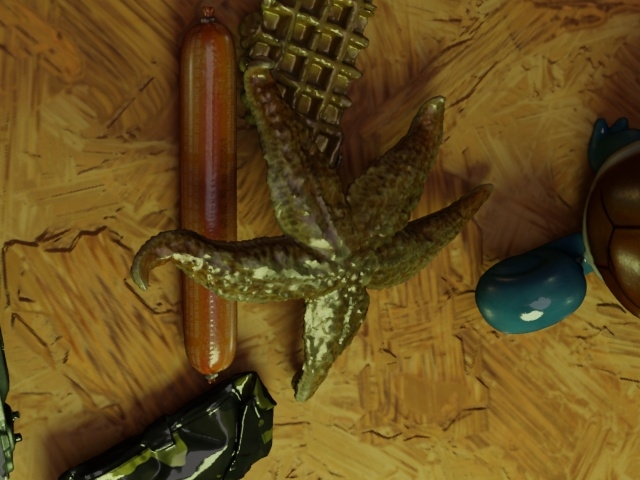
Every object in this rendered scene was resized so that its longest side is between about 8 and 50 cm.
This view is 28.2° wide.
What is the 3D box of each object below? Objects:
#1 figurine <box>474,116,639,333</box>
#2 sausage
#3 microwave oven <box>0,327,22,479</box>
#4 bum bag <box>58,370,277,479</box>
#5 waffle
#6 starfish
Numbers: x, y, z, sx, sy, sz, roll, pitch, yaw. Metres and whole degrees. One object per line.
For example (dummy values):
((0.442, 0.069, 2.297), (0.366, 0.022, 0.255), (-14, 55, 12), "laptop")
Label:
((0.356, -0.017, 1.193), (0.416, 0.243, 0.298), (-13, 100, 28), "figurine")
((-0.102, -0.038, 1.167), (0.053, 0.053, 0.348), (-2, 100, -15), "sausage")
((-0.329, 0.099, 1.073), (0.129, 0.163, 0.205), (-12, 99, -15), "microwave oven")
((-0.141, 0.211, 1.190), (0.232, 0.060, 0.107), (-29, 122, -8), "bum bag")
((-0.001, -0.160, 1.179), (0.160, 0.046, 0.192), (-22, 108, -20), "waffle")
((0.005, 0.005, 1.153), (0.375, 0.094, 0.327), (0, 107, -32), "starfish")
